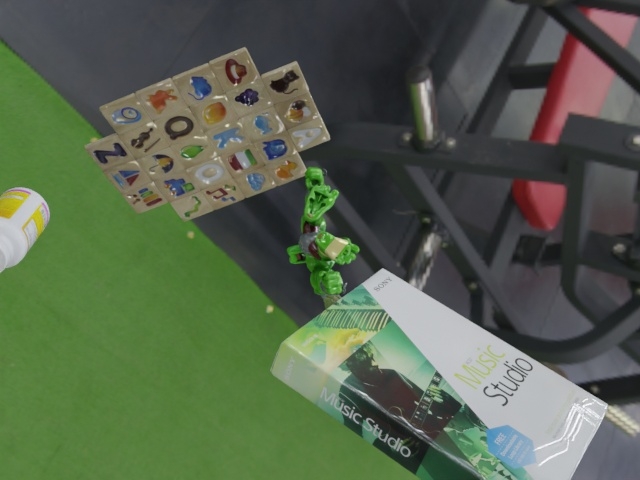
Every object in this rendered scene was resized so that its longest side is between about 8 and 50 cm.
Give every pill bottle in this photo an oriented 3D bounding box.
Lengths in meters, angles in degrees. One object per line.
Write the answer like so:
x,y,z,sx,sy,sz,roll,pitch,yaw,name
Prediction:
-0.245,-0.006,0.635,0.083,0.043,0.043,-86,159,-63,pill bottle

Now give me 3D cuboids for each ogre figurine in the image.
0.000,0.000,1.213,0.097,0.118,0.197,-24,71,-18,ogre figurine

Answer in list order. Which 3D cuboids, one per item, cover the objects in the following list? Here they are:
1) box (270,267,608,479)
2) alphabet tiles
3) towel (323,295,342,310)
0.138,0.168,0.913,0.232,0.322,0.058,-32,146,-52,box
-0.167,-0.151,1.253,0.285,0.342,0.011,61,11,-51,alphabet tiles
0.048,0.147,1.337,0.027,0.148,0.110,-16,105,-19,towel
